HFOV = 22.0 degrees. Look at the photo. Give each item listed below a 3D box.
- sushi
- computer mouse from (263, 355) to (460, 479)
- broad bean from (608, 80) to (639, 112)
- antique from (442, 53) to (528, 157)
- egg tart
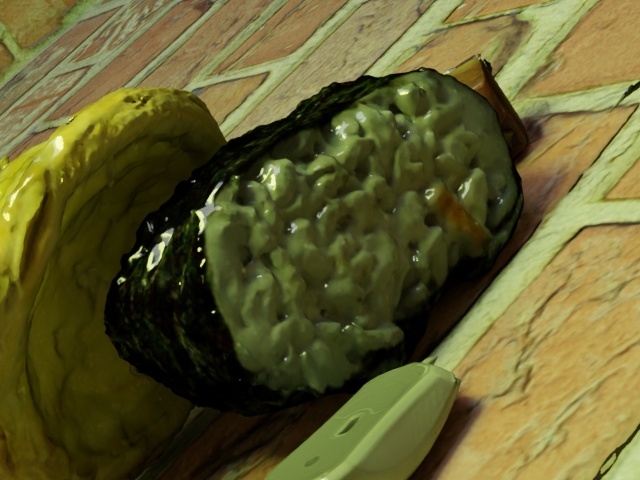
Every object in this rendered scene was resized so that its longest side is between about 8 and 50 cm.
[{"bbox_3d":[0.000,0.000,1.273,0.350,0.211,0.171,-43,16,-35],"label":"sushi"},{"bbox_3d":[0.034,0.140,1.107,0.089,0.056,0.181,-11,23,47],"label":"computer mouse"},{"bbox_3d":[0.336,-0.122,1.213,0.098,0.056,0.318,-47,17,-13],"label":"broad bean"},{"bbox_3d":[0.038,-0.043,1.470,0.310,0.087,0.093,-31,22,11],"label":"antique"},{"bbox_3d":[-0.190,0.040,1.287,0.132,0.345,0.345,15,47,26],"label":"egg tart"}]
